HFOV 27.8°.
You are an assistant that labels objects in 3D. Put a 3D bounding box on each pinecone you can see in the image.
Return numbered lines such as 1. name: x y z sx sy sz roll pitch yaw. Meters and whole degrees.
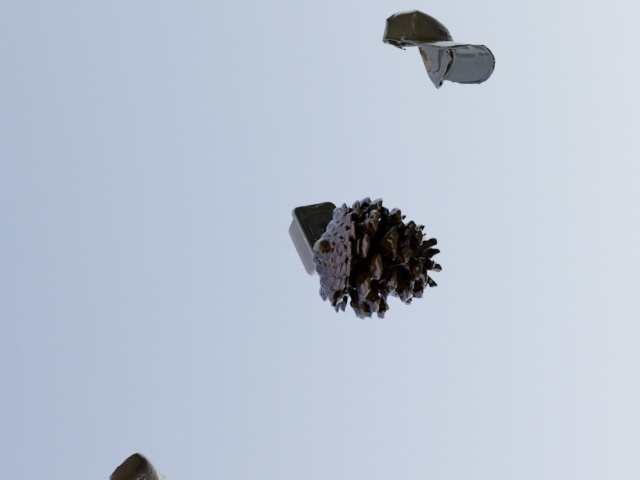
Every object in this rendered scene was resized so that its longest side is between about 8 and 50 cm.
1. pinecone: 0.072 0.024 1.646 0.173 0.173 0.173 32 -137 -36

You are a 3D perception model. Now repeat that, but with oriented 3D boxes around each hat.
1. hat: 0.197 -0.301 1.992 0.147 0.175 0.085 38 -111 -44

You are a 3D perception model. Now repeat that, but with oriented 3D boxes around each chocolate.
1. chocolate: -0.249 0.341 1.807 0.031 0.064 0.100 34 163 39

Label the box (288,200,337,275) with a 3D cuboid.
1. box: 0.000 0.000 2.233 0.089 0.062 0.122 -10 -118 -30
